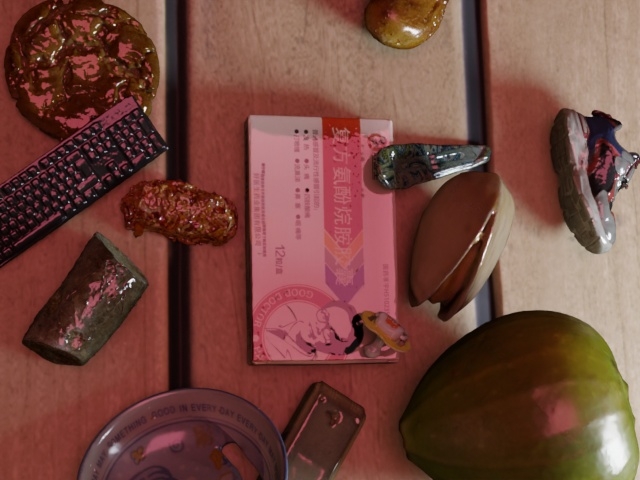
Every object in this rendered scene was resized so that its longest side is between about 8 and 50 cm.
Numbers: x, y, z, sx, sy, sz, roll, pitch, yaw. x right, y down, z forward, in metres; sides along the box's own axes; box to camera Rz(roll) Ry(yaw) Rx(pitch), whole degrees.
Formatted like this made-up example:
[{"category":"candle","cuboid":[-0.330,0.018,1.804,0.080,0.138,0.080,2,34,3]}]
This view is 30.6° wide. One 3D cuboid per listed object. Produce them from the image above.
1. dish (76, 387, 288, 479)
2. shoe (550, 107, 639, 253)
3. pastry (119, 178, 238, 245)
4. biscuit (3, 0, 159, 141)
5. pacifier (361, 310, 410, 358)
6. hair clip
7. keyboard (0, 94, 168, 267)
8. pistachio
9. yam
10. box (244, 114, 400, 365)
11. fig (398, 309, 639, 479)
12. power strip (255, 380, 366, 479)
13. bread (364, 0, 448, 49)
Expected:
[{"category":"dish","cuboid":[-0.172,0.340,1.541,0.273,0.134,0.273,-4,47,4]},{"category":"shoe","cuboid":[0.424,-0.094,1.757,0.125,0.099,0.228,-8,79,-11]},{"category":"pastry","cuboid":[-0.194,-0.041,1.630,0.169,0.063,0.087,8,82,-12]},{"category":"biscuit","cuboid":[-0.332,-0.241,1.642,0.225,0.042,0.226,2,80,-11]},{"category":"pacifier","cuboid":[0.084,0.134,1.616,0.083,0.068,0.064,41,109,13]},{"category":"hair clip","cuboid":[0.161,-0.115,1.711,0.229,0.036,0.066,-11,83,-37]},{"category":"keyboard","cuboid":[-0.359,-0.077,1.599,0.309,0.018,0.101,-36,105,-10]},{"category":"pistachio","cuboid":[0.197,0.003,1.671,0.126,0.152,0.223,24,96,-12]},{"category":"yam","cuboid":[-0.310,0.087,1.568,0.107,0.107,0.183,36,78,-5]},{"category":"box","cuboid":[0.000,0.000,1.669,0.214,0.069,0.353,1,83,-13]},{"category":"fig","cuboid":[0.262,0.247,1.584,0.316,0.316,0.316,2,81,-12]},{"category":"power strip","cuboid":[-0.065,0.378,1.598,0.092,0.066,0.388,33,74,-8]},{"category":"bread","cuboid":[0.151,-0.444,1.761,0.124,0.084,0.344,25,76,-31]}]
